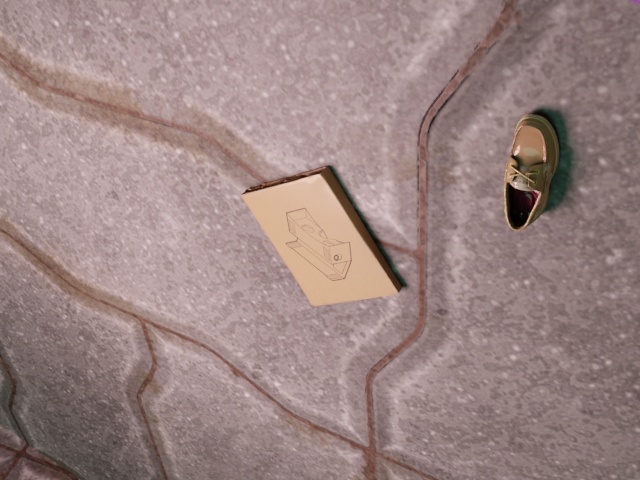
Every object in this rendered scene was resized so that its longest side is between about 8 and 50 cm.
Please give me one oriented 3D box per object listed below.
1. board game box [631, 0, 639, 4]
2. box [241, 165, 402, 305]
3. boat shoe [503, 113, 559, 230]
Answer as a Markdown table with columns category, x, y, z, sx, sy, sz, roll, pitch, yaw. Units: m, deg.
| category | x | y | z | sx | sy | sz | roll | pitch | yaw |
| --- | --- | --- | --- | --- | --- | --- | --- | --- | --- |
| board game box | 0.237 | -0.350 | 0.592 | 0.208 | 0.056 | 0.346 | 33 | 142 | 16 |
| box | 0.000 | 0.000 | 1.145 | 0.164 | 0.021 | 0.201 | -11 | 118 | 45 |
| boat shoe | 0.217 | -0.067 | 0.878 | 0.050 | 0.045 | 0.135 | 16 | 135 | 28 |
